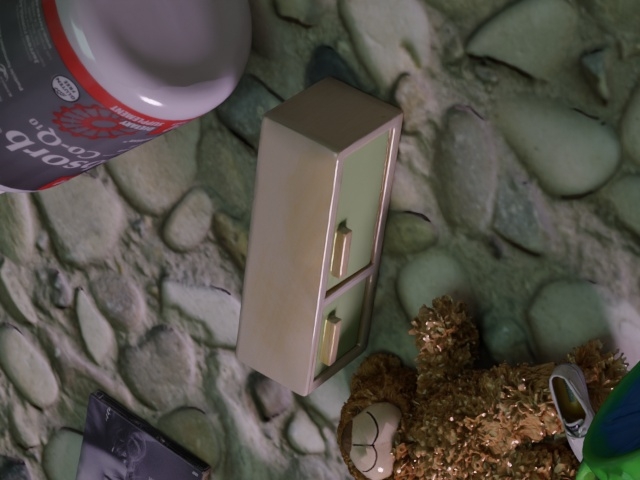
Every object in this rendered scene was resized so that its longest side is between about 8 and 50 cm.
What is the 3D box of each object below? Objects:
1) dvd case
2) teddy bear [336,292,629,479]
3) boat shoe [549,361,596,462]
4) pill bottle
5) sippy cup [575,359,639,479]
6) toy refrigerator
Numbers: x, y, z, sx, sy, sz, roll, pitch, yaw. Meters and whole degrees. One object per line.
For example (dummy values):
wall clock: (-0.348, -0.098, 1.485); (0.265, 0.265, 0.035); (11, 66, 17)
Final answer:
dvd case: (-0.205, 0.289, 2.207); (0.164, 0.018, 0.221); (32, 131, 22)
teddy bear: (0.144, 0.178, 1.783); (0.338, 0.113, 0.245); (16, 121, 33)
boat shoe: (0.215, 0.152, 1.666); (0.035, 0.035, 0.100); (-15, 97, 30)
pill bottle: (-0.249, -0.163, 1.848); (0.363, 0.210, 0.210); (-22, 99, 45)
sippy cup: (0.360, 0.173, 1.534); (0.224, 0.240, 0.305); (47, 161, -6)
toy refrigerator: (0.000, 0.000, 1.808); (0.094, 0.102, 0.269); (28, 128, 26)
